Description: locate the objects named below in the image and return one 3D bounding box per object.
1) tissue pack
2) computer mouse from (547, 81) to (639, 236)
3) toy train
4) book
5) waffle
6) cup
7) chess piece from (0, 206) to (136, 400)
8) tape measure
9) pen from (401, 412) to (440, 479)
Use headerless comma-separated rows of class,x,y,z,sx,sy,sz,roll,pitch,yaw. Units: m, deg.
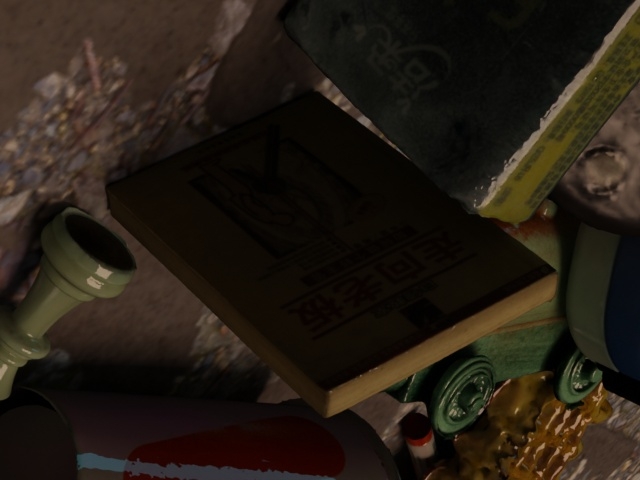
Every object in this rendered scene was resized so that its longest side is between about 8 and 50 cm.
tissue pack,0.120,-0.162,1.030,0.257,0.185,0.081,-53,147,16
computer mouse,0.245,-0.134,1.258,0.170,0.100,0.269,34,111,-21
toy train,0.141,0.041,1.398,0.285,0.116,0.177,-6,123,-45
book,0.000,0.000,1.051,0.161,0.231,0.026,-26,133,-25
waffle,0.158,0.202,1.624,0.309,0.065,0.283,-36,150,-40
cup,-0.104,0.183,1.218,0.288,0.203,0.203,19,114,-49
chess piece,-0.175,0.050,1.087,0.149,0.059,0.059,-46,150,17
tape measure,0.292,-0.048,1.376,0.215,0.098,0.351,-13,116,-45
pen,0.096,0.209,1.628,0.026,0.026,0.218,-36,150,-12
